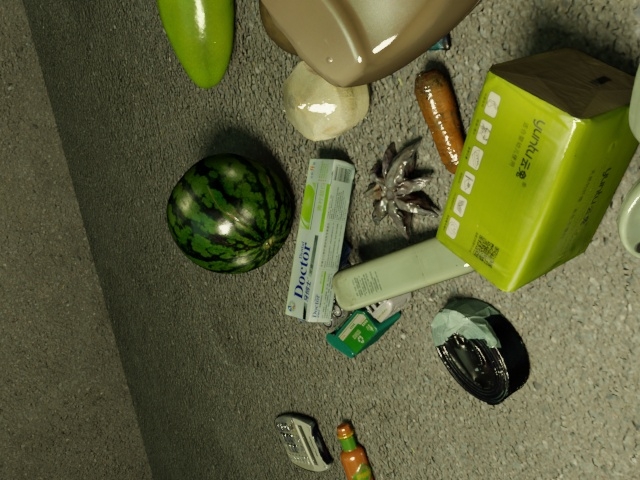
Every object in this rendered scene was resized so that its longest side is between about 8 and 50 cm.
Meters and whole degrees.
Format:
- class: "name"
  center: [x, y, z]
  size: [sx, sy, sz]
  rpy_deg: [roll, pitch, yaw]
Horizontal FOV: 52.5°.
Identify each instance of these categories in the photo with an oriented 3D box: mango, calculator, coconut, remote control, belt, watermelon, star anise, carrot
- class: "mango"
  center: [-0.281, -0.511, 1.468]
  size: [0.192, 0.156, 0.343]
  rpy_deg: [29, 131, 42]
- class: "calculator"
  center: [-0.059, 0.588, 1.890]
  size: [0.268, 0.040, 0.177]
  rpy_deg: [-21, 91, 55]
- class: "coconut"
  center: [0.004, -0.268, 1.228]
  size: [0.161, 0.162, 0.161]
  rpy_deg: [28, 129, 42]
- class: "remote control"
  center: [0.153, 0.058, 1.222]
  size: [0.309, 0.038, 0.090]
  rpy_deg: [-23, 83, 29]
- class: "belt"
  center: [0.290, 0.199, 1.191]
  size: [0.198, 0.078, 0.151]
  rpy_deg: [54, 145, 19]
- class: "watermelon"
  center: [-0.208, -0.063, 1.509]
  size: [0.285, 0.285, 0.285]
  rpy_deg: [29, 130, 41]
- class: "star anise"
  center: [0.148, -0.089, 1.229]
  size: [0.181, 0.061, 0.204]
  rpy_deg: [60, 144, 9]
- class: "carrot"
  center: [0.207, -0.199, 1.097]
  size: [0.060, 0.060, 0.186]
  rpy_deg: [-5, 110, 53]

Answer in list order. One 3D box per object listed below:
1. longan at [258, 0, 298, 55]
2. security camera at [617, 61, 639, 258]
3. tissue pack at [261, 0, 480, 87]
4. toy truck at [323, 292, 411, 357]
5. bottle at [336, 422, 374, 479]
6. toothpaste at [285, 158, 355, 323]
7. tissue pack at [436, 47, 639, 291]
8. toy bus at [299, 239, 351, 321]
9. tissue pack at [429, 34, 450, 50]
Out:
- class: "longan"
  center: [-0.033, -0.428, 1.202]
  size: [0.204, 0.159, 0.185]
  rpy_deg: [76, 179, -71]
- class: "security camera"
  center: [0.440, -0.110, 0.784]
  size: [0.080, 0.157, 0.301]
  rpy_deg: [-104, 8, -57]
- class: "tissue pack"
  center: [0.117, -0.416, 0.912]
  size: [0.267, 0.277, 0.387]
  rpy_deg: [52, 140, 4]
- class: "toy truck"
  center: [0.095, 0.150, 1.390]
  size: [0.124, 0.114, 0.253]
  rpy_deg: [52, 140, 14]
- class: "bottle"
  center: [0.084, 0.559, 1.664]
  size: [0.069, 0.069, 0.187]
  rpy_deg: [-11, 101, 54]
- class: "toothpaste"
  center: [0.000, 0.000, 1.353]
  size: [0.081, 0.067, 0.337]
  rpy_deg: [11, 92, 48]
- class: "tissue pack"
  center: [0.306, -0.098, 0.899]
  size: [0.167, 0.200, 0.275]
  rpy_deg: [42, 138, 33]
- class: "toy bus"
  center: [-0.003, 0.090, 1.494]
  size: [0.079, 0.094, 0.236]
  rpy_deg: [45, 139, 26]
- class: "tissue pack"
  center: [0.159, -0.354, 1.100]
  size: [0.138, 0.028, 0.085]
  rpy_deg: [3, 110, 48]
